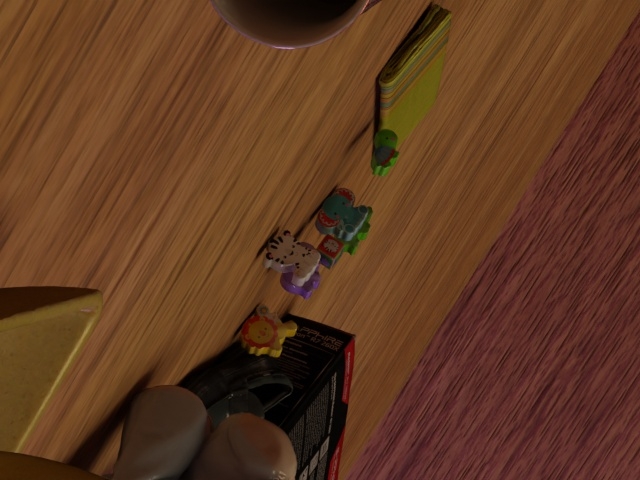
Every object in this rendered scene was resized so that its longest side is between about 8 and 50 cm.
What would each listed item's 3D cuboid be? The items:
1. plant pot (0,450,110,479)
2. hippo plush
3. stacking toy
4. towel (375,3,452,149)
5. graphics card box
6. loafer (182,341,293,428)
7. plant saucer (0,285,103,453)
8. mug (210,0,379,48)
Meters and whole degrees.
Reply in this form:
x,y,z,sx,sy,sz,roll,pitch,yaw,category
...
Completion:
x,y,z,sx,sy,sz,roll,pitch,yaw,category
-0.175,0.167,1.008,0.134,0.095,0.134,-53,168,-16,plant pot
-0.137,0.306,1.644,0.294,0.234,0.237,-48,166,-41,hippo plush
0.000,0.000,1.877,0.221,0.052,0.167,-52,171,-31,stacking toy
0.089,-0.154,1.896,0.102,0.021,0.237,-48,169,-13,towel
-0.085,0.273,1.987,0.371,0.094,0.233,-51,155,-49,graphics card box
-0.092,0.165,1.849,0.076,0.078,0.223,-62,168,25,loafer
-0.280,0.159,0.991,0.333,0.081,0.332,-59,169,12,plant saucer
0.012,-0.201,1.169,0.150,0.113,0.169,-58,173,19,mug
